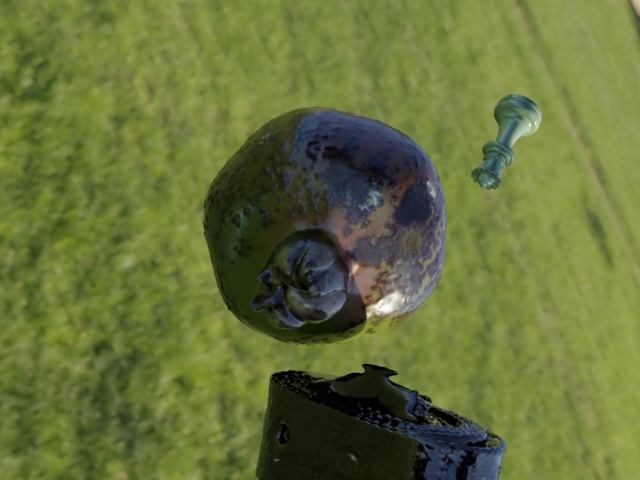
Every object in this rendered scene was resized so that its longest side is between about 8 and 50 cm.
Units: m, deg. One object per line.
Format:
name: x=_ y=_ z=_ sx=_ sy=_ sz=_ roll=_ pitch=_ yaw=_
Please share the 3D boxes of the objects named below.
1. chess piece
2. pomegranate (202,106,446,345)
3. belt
chess piece: x=0.156 y=-0.081 z=1.367 sx=0.042 sy=0.042 sz=0.093 roll=56 pitch=52 yaw=-38
pomegranate: x=0.000 y=0.000 z=1.730 sx=0.285 sy=0.285 sz=0.340 roll=62 pitch=14 yaw=-14
belt: x=0.060 y=0.212 z=1.646 sx=0.184 sy=0.289 sz=0.164 roll=5 pitch=98 yaw=-46
